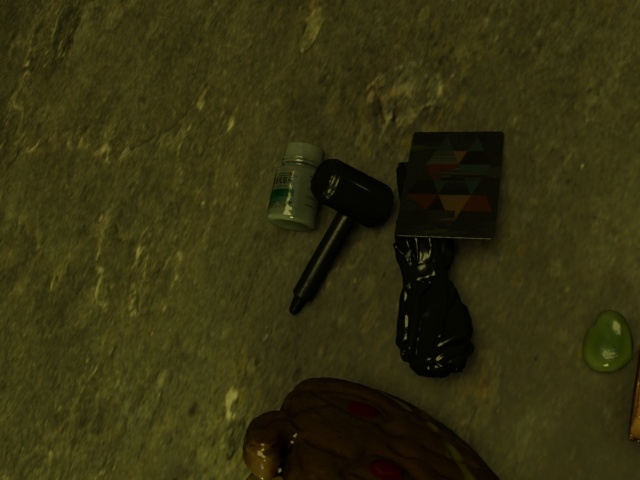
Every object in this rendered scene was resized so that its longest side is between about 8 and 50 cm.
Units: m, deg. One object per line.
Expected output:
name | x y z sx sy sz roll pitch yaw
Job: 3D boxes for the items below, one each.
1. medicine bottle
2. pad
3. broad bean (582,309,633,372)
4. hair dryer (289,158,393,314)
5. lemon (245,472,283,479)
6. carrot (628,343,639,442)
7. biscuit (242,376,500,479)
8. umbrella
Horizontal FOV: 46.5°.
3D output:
medicine bottle | -0.036 -0.086 1.196 0.080 0.080 0.130 5 76 22
pad | 0.193 -0.087 1.100 0.143 0.003 0.211 2 53 16
broad bean | 0.382 0.135 0.988 0.063 0.045 0.083 16 88 26
hair dryer | 0.001 0.001 1.148 0.248 0.114 0.070 -59 30 10
lemon | 0.015 0.405 0.926 0.316 0.285 0.285 0 71 -10
carrot | 0.497 0.173 0.857 0.254 0.196 0.196 9 77 27
biscuit | 0.078 0.264 0.865 0.070 0.350 0.394 -66 21 10
umbrella | 0.147 0.032 1.084 0.118 0.118 0.340 -17 60 16
